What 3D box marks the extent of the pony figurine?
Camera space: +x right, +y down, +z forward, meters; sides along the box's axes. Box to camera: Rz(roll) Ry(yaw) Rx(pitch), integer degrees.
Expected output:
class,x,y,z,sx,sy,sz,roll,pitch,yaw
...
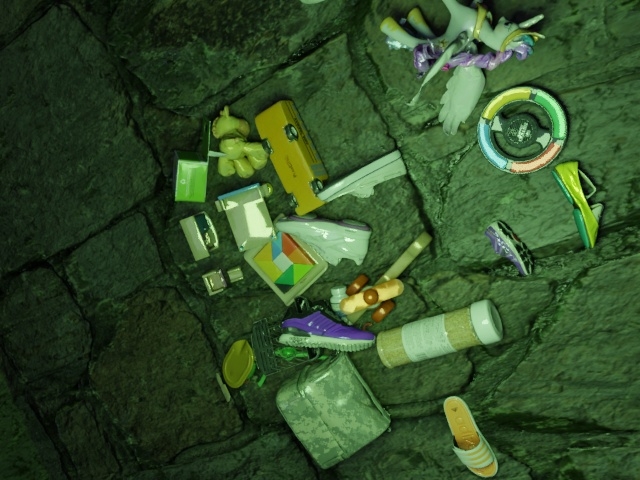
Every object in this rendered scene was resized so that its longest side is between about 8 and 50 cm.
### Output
class,x,y,z,sx,sy,sz,roll,pitch,yaw
pony figurine,0.329,-0.487,1.522,0.363,0.302,0.351,46,109,26

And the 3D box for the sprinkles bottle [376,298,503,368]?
class,x,y,z,sx,sy,sz,roll,pitch,yaw
sprinkles bottle,0.340,0.275,1.750,0.355,0.121,0.121,-22,92,28

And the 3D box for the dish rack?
class,x,y,z,sx,sy,sz,roll,pitch,yaw
dish rack,-0.120,0.320,1.966,0.271,0.074,0.209,-25,67,25

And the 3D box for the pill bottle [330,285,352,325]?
class,x,y,z,sx,sy,sz,roll,pitch,yaw
pill bottle,0.067,0.205,1.894,0.067,0.067,0.120,-7,99,26

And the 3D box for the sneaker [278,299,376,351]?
class,x,y,z,sx,sy,sz,roll,pitch,yaw
sneaker,0.024,0.251,1.828,0.293,0.102,0.146,4,70,5

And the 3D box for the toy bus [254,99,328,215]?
class,x,y,z,sx,sy,sz,roll,pitch,yaw
toy bus,-0.076,-0.248,1.819,0.108,0.130,0.333,-26,90,27

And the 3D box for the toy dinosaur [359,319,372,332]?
class,x,y,z,sx,sy,sz,roll,pitch,yaw
toy dinosaur,0.138,0.293,1.884,0.047,0.090,0.082,15,141,6

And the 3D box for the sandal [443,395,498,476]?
class,x,y,z,sx,sy,sz,roll,pitch,yaw
sandal,0.434,0.600,1.808,0.101,0.076,0.265,-28,89,28

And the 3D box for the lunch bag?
class,x,y,z,sx,sy,sz,roll,pitch,yaw
lunch bag,0.047,0.521,1.896,0.256,0.212,0.305,-32,93,12

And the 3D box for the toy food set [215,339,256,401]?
class,x,y,z,sx,sy,sz,roll,pitch,yaw
toy food set,-0.277,0.444,2.119,0.128,0.071,0.218,50,118,34

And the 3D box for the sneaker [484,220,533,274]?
class,x,y,z,sx,sy,sz,roll,pitch,yaw
sneaker,0.516,0.026,1.654,0.170,0.068,0.071,56,133,14

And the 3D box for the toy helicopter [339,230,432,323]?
class,x,y,z,sx,sy,sz,roll,pitch,yaw
toy helicopter,0.187,0.109,1.720,0.140,0.235,0.355,44,116,10

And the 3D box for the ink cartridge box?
class,x,y,z,sx,sy,sz,roll,pitch,yaw
ink cartridge box,-0.416,-0.270,1.938,0.096,0.189,0.256,2,107,-18

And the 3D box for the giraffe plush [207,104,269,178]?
class,x,y,z,sx,sy,sz,roll,pitch,yaw
giraffe plush,-0.273,-0.316,1.893,0.181,0.210,0.171,-33,58,31

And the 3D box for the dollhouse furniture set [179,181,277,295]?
class,x,y,z,sx,sy,sz,roll,pitch,yaw
dollhouse furniture set,-0.257,-0.019,1.977,0.303,0.198,0.287,-20,97,3

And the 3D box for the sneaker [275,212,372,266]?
class,x,y,z,sx,sy,sz,roll,pitch,yaw
sneaker,0.000,0.000,1.845,0.304,0.114,0.152,11,108,19

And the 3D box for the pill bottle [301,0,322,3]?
class,x,y,z,sx,sy,sz,roll,pitch,yaw
pill bottle,-0.036,-0.811,1.653,0.162,0.162,0.279,-23,92,28

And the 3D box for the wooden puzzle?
class,x,y,z,sx,sy,sz,roll,pitch,yaw
wooden puzzle,-0.120,0.066,1.962,0.239,0.044,0.221,49,117,8

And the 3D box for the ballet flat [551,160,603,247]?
class,x,y,z,sx,sy,sz,roll,pitch,yaw
ballet flat,0.671,-0.096,1.540,0.077,0.077,0.231,-24,89,11

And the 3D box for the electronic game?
class,x,y,z,sx,sy,sz,roll,pitch,yaw
electronic game,0.523,-0.286,1.575,0.229,0.048,0.230,6,104,24

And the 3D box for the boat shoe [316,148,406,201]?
class,x,y,z,sx,sy,sz,roll,pitch,yaw
boat shoe,0.122,-0.165,1.728,0.267,0.096,0.088,-29,101,-8

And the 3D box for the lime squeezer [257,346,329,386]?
class,x,y,z,sx,sy,sz,roll,pitch,yaw
lime squeezer,-0.120,0.409,2.036,0.310,0.059,0.110,-26,90,27
